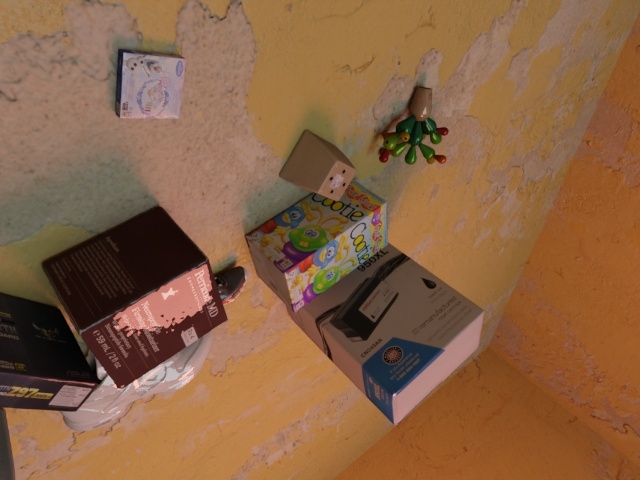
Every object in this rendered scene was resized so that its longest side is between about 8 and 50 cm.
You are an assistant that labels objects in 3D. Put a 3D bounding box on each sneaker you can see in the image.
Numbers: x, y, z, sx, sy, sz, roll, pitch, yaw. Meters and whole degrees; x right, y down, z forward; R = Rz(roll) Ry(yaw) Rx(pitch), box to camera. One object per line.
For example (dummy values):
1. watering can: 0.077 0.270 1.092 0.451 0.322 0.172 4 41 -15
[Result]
1. sneaker: -0.343 0.236 0.894 0.305 0.114 0.152 -30 142 -27
2. sneaker: -0.219 0.101 0.960 0.158 0.061 0.065 -41 138 -14

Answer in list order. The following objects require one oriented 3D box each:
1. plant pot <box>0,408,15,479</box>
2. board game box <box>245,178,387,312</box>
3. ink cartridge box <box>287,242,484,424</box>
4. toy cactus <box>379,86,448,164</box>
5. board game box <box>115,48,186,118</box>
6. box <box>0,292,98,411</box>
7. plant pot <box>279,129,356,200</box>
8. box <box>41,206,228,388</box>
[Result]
1. plant pot: -0.595 0.433 0.677 0.248 0.252 0.247 16 109 -54
2. board game box: 0.000 0.000 1.033 0.275 0.144 0.142 -35 142 -22
3. ink cartridge box: 0.136 0.178 1.134 0.285 0.395 0.166 -36 141 -20
4. toy cactus: 0.228 -0.259 1.098 0.219 0.112 0.180 -10 120 -32
5. board game box: -0.239 -0.217 0.668 0.090 0.020 0.090 -12 130 -42
6. box: -0.439 0.138 0.634 0.059 0.183 0.233 -51 145 0
7. plant pot: 0.005 -0.139 0.948 0.109 0.096 0.109 15 110 -54
8. box: -0.291 0.087 0.766 0.203 0.167 0.168 -32 142 -25
